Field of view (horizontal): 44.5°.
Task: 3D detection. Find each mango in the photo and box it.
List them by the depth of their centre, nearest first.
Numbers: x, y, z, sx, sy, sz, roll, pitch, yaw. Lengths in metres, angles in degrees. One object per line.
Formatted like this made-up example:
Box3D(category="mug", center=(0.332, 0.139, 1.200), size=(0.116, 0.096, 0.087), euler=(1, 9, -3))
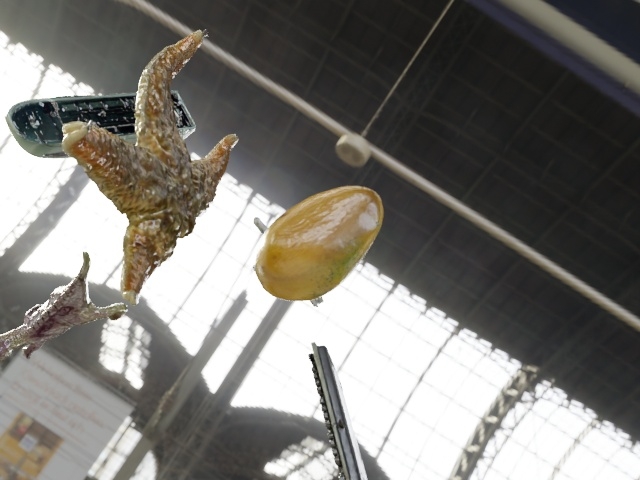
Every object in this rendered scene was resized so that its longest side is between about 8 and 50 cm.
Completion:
Box3D(category="mango", center=(0.000, 0.000, 0.597), size=(0.079, 0.114, 0.057), euler=(44, -10, 46))

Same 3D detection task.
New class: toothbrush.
Box3D(category="toothbrush", center=(-0.057, 0.046, 1.489), size=(0.288, 0.026, 0.024), euler=(56, 5, -45))

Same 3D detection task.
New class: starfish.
Box3D(category="starfish", center=(-0.114, -0.062, 0.556), size=(0.050, 0.247, 0.138), euler=(-1, -61, 9))

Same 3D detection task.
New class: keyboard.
Box3D(category="keyboard", center=(0.026, 0.213, 0.820), size=(0.025, 0.230, 0.094), euler=(-20, -47, 3))

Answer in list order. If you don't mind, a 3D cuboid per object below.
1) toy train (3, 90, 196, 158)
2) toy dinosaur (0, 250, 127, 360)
Box3D(category="toy train", center=(-0.375, -0.190, 1.310), size=(0.088, 0.407, 0.086), euler=(-30, -95, 30))
Box3D(category="toy dinosaur", center=(-0.333, 0.089, 1.023), size=(0.251, 0.200, 0.072), euler=(-26, -93, 17))
